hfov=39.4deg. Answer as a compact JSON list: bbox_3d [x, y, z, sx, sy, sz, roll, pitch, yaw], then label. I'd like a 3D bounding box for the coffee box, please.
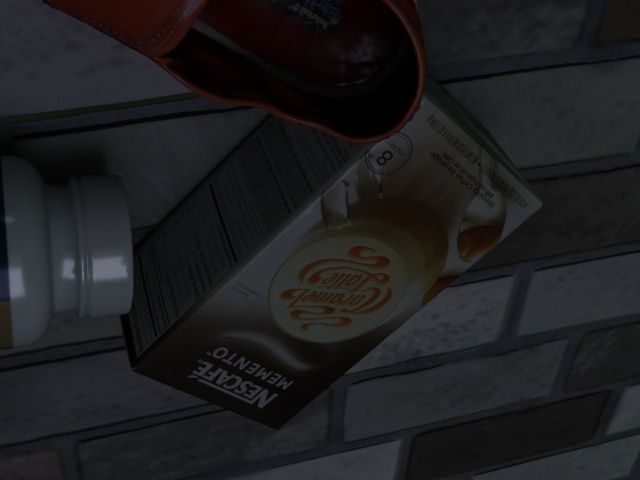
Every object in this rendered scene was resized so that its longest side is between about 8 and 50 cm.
[{"bbox_3d":[0.000,0.000,0.590,0.246,0.098,0.141,-43,132,17],"label":"coffee box"}]

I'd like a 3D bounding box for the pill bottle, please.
[{"bbox_3d":[-0.205,0.008,0.503,0.186,0.112,0.112,-4,131,-19],"label":"pill bottle"}]

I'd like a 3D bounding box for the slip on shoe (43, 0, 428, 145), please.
[{"bbox_3d":[-0.074,-0.135,0.384,0.331,0.101,0.123,23,120,-35],"label":"slip on shoe"}]
